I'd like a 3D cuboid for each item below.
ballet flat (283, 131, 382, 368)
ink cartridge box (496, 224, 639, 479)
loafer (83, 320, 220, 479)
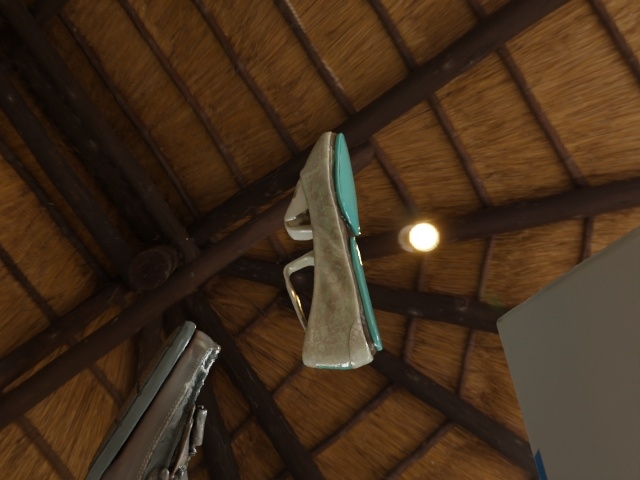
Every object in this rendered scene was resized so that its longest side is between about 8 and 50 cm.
[{"bbox_3d":[0.000,0.000,0.424,0.052,0.057,0.168,-13,-124,10],"label":"ballet flat"},{"bbox_3d":[0.249,0.086,0.342,0.232,0.168,0.171,2,-119,-23],"label":"ink cartridge box"},{"bbox_3d":[-0.140,0.192,0.502,0.084,0.096,0.268,32,-102,-9],"label":"loafer"}]
